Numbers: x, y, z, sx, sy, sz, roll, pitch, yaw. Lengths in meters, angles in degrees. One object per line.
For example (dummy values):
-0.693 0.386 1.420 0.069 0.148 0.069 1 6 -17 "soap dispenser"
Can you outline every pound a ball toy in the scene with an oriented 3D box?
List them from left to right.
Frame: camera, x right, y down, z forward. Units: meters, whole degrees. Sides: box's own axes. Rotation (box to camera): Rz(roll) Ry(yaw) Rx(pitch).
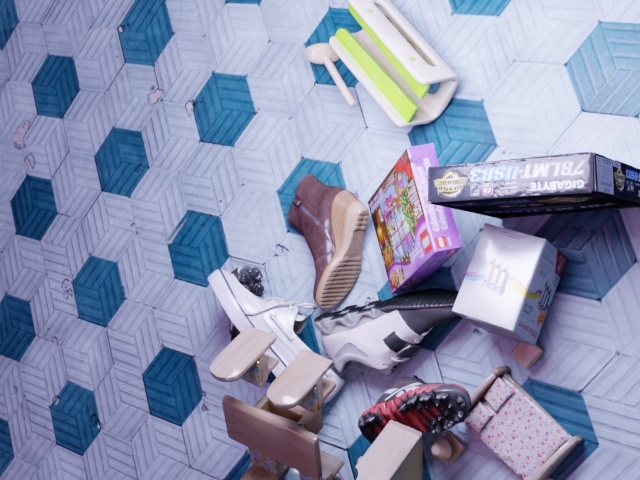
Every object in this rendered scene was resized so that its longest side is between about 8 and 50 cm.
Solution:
0.126 -0.360 2.019 0.319 0.135 0.208 54 140 26 "pound a ball toy"

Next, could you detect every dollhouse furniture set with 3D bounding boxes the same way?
-0.041 0.426 1.865 0.394 0.256 0.362 19 133 28 "dollhouse furniture set"
0.342 0.399 1.751 0.303 0.174 0.355 44 111 29 "dollhouse furniture set"

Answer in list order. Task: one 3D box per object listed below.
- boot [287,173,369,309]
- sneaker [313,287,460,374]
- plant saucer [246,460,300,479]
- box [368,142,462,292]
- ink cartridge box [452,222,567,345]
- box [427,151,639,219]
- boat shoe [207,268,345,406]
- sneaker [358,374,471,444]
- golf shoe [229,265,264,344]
0.000 0.000 2.102 0.207 0.090 0.248 30 105 46 "boot"
0.155 0.185 1.952 0.330 0.122 0.146 -15 95 32 "sneaker"
-0.099 0.538 2.133 0.195 0.037 0.195 -4 84 36 "plant saucer"
0.172 -0.034 1.872 0.293 0.057 0.201 122 135 -69 "box"
0.341 0.081 1.784 0.127 0.128 0.176 18 83 35 "ink cartridge box"
0.379 -0.089 1.695 0.295 0.293 0.073 -3 83 34 "box"
-0.077 0.178 2.076 0.156 0.136 0.367 -39 77 -2 "boat shoe"
0.190 0.307 1.878 0.098 0.135 0.276 51 138 -7 "sneaker"
-0.177 0.154 2.212 0.094 0.077 0.198 9 89 53 "golf shoe"
